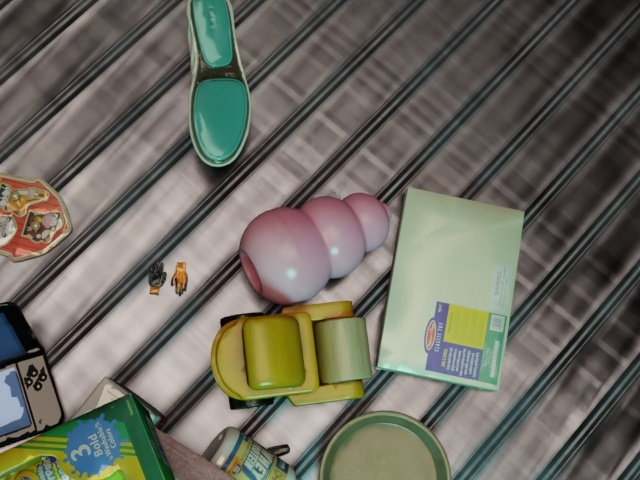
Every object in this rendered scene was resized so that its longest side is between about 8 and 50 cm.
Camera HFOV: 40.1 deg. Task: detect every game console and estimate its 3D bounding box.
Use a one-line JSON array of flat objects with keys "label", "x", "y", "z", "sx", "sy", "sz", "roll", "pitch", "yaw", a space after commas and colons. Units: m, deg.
[{"label": "game console", "x": -0.688, "y": 0.289, "z": 1.715, "sx": 0.293, "sy": 0.173, "sz": 0.250, "roll": -19, "pitch": 80, "yaw": -9}]

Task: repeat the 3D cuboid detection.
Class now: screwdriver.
[{"label": "screwdriver", "x": -0.146, "y": 0.449, "z": 1.818, "sx": 0.170, "sy": 0.024, "sz": 0.025, "roll": -10, "pitch": 49, "yaw": -1}]

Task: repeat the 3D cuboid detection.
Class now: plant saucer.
[{"label": "plant saucer", "x": 0.133, "y": 0.495, "z": 1.824, "sx": 0.278, "sy": 0.041, "sz": 0.277, "roll": 1, "pitch": 78, "yaw": -6}]

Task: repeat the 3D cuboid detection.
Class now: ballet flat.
[{"label": "ballet flat", "x": -0.231, "y": -0.348, "z": 1.926, "sx": 0.139, "sy": 0.139, "sz": 0.400, "roll": -5, "pitch": 83, "yaw": -7}]

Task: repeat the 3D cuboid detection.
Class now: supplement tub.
[{"label": "supplement tub", "x": -0.141, "y": 0.478, "z": 1.737, "sx": 0.200, "sy": 0.144, "sz": 0.144, "roll": 36, "pitch": 76, "yaw": -8}]

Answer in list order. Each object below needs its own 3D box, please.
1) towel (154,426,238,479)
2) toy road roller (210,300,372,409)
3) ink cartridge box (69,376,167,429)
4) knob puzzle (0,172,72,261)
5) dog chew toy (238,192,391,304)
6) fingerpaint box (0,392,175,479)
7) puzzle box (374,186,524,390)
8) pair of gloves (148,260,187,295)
[{"label": "towel", "x": -0.303, "y": 0.525, "z": 1.563, "sx": 0.237, "sy": 0.037, "sz": 0.329, "roll": 29, "pitch": 62, "yaw": 17}, {"label": "toy road roller", "x": -0.054, "y": 0.229, "z": 1.758, "sx": 0.330, "sy": 0.240, "sz": 0.202, "roll": -6, "pitch": 79, "yaw": -7}, {"label": "ink cartridge box", "x": -0.445, "y": 0.426, "z": 1.683, "sx": 0.131, "sy": 0.226, "sz": 0.306, "roll": 35, "pitch": 78, "yaw": 4}, {"label": "knob puzzle", "x": -0.627, "y": -0.048, "z": 1.867, "sx": 0.213, "sy": 0.030, "sz": 0.213, "roll": 1, "pitch": 77, "yaw": -6}, {"label": "dog chew toy", "x": 0.000, "y": 0.000, "z": 1.842, "sx": 0.332, "sy": 0.206, "sz": 0.206, "roll": -24, "pitch": 81, "yaw": -18}, {"label": "fingerpaint box", "x": -0.385, "y": 0.534, "z": 1.422, "sx": 0.371, "sy": 0.163, "sz": 0.444, "roll": -24, "pitch": 68, "yaw": -8}, {"label": "puzzle box", "x": 0.283, "y": 0.106, "z": 1.917, "sx": 0.272, "sy": 0.052, "sz": 0.408, "roll": 12, "pitch": 77, "yaw": -4}, {"label": "pair of gloves", "x": -0.327, "y": 0.081, "z": 1.881, "sx": 0.083, "sy": 0.010, "sz": 0.074, "roll": 2, "pitch": 79, "yaw": -3}]
